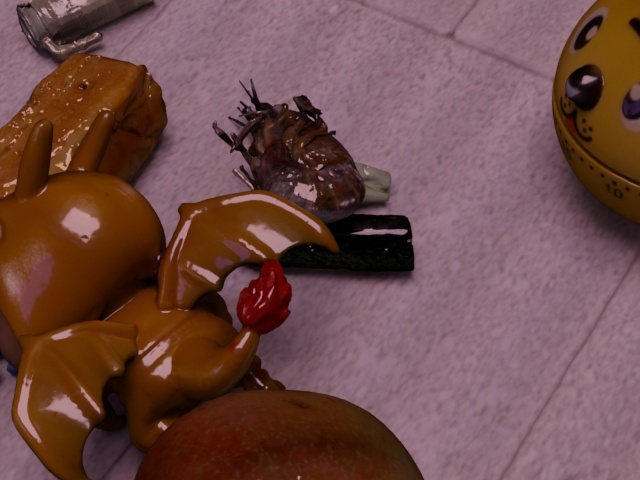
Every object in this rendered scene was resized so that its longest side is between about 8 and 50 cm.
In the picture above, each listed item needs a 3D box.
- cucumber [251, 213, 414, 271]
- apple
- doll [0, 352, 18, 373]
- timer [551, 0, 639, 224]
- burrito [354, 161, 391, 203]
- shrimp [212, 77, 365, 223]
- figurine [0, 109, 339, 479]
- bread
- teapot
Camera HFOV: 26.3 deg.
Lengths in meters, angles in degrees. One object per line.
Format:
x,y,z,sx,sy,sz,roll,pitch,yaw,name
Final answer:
0.000,0.001,1.736,0.242,0.074,0.074,1,53,6,cucumber
-0.032,0.298,1.358,0.319,0.277,0.319,9,70,-26,apple
-0.423,0.129,1.673,0.206,0.067,0.110,-14,60,-21,doll
0.452,-0.205,1.665,0.376,0.387,0.376,-1,51,1,timer
0.035,-0.078,1.811,0.118,0.044,0.074,-4,49,5,burrito
-0.058,-0.117,1.768,0.145,0.116,0.343,-20,37,-16,shrimp
-0.210,0.060,1.577,0.401,0.268,0.387,-43,78,-10,figurine
-0.332,-0.115,1.807,0.167,0.132,0.294,22,58,20,bread
-0.338,-0.338,2.015,0.200,0.077,0.107,-29,76,-17,teapot
